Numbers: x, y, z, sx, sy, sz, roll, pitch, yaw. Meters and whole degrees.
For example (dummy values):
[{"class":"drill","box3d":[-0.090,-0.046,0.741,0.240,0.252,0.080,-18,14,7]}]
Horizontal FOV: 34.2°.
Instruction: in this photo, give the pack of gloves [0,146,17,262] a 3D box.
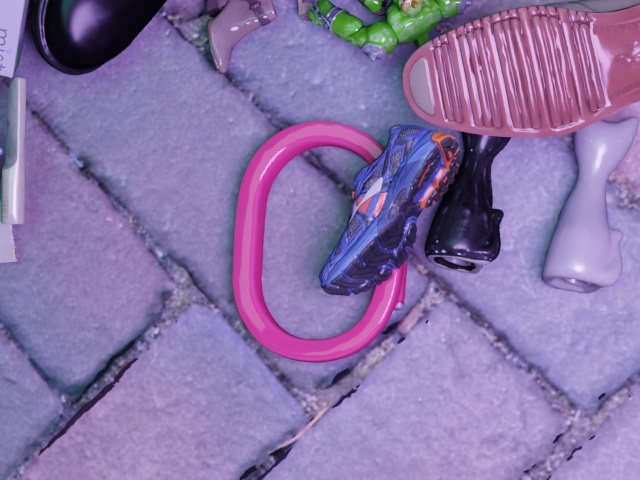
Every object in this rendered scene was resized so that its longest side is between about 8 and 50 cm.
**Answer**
[{"class":"pack of gloves","box3d":[-0.508,-0.055,1.388,0.232,0.046,0.195,-8,91,16]}]

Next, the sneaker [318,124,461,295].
[{"class":"sneaker","box3d":[0.067,-0.034,1.163,0.087,0.083,0.221,38,94,39]}]

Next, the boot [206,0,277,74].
[{"class":"boot","box3d":[-0.097,-0.274,1.311,0.087,0.042,0.118,-12,79,10]}]

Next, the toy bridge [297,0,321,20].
[{"class":"toy bridge","box3d":[-0.019,-0.370,1.314,0.063,0.026,0.188,-1,80,15]}]

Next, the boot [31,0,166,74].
[{"class":"boot","box3d":[-0.190,-0.326,1.232,0.348,0.131,0.260,-54,38,0]}]

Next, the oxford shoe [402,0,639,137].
[{"class":"oxford shoe","box3d":[0.290,-0.202,1.154,0.397,0.146,0.140,-7,105,8]}]

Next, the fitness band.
[{"class":"fitness band","box3d":[0.000,0.000,1.239,0.209,0.054,0.290,1,80,17]}]

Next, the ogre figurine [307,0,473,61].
[{"class":"ogre figurine","box3d":[0.096,-0.288,1.240,0.197,0.097,0.118,-21,60,-18]}]

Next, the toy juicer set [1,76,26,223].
[{"class":"toy juicer set","box3d":[-0.498,-0.058,1.315,0.329,0.089,0.209,-19,86,15]}]

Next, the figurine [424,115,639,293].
[{"class":"figurine","box3d":[0.242,-0.061,1.171,0.215,0.092,0.209,10,79,15]}]

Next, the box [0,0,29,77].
[{"class":"box","box3d":[-0.465,-0.360,1.271,0.231,0.126,0.262,11,115,-15]}]
